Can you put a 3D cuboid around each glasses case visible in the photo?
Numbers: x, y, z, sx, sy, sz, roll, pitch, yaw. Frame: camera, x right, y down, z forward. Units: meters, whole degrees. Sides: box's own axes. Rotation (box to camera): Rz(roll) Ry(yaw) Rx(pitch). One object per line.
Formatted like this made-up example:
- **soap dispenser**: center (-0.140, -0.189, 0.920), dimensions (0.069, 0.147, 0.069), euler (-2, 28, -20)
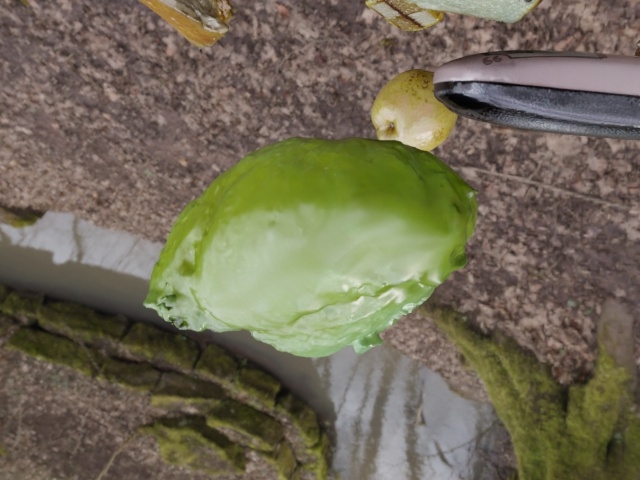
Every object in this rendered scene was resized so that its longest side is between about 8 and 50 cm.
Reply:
- **glasses case**: center (0.263, -0.135, 0.607), dimensions (0.314, 0.122, 0.075), euler (5, 99, 0)

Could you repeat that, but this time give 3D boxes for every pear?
- **pear**: center (0.185, -0.254, 1.302), dimensions (0.178, 0.178, 0.178), euler (15, 142, 12)

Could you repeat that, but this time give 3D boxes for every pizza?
- **pizza**: center (-0.142, -0.216, 0.488), dimensions (0.134, 0.056, 0.271), euler (42, -172, 36)

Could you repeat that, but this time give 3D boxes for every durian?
- **durian**: center (0.000, 0.000, 0.701), dimensions (0.255, 0.204, 0.339), euler (32, 124, -25)

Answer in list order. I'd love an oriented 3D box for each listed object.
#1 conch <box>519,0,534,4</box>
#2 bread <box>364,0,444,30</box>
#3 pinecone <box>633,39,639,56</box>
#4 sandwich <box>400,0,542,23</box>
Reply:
- **conch**: center (0.347, -0.380, 0.752), dimensions (0.114, 0.234, 0.137), euler (22, 173, -20)
- **bread**: center (0.233, -0.668, 1.789), dimensions (0.181, 0.096, 0.222), euler (5, 173, 43)
- **pinecone**: center (0.869, -0.391, 1.534), dimensions (0.309, 0.244, 0.244), euler (22, 147, -28)
- **sandwich**: center (0.242, -0.420, 0.947), dimensions (0.226, 0.087, 0.251), euler (11, 175, 1)
